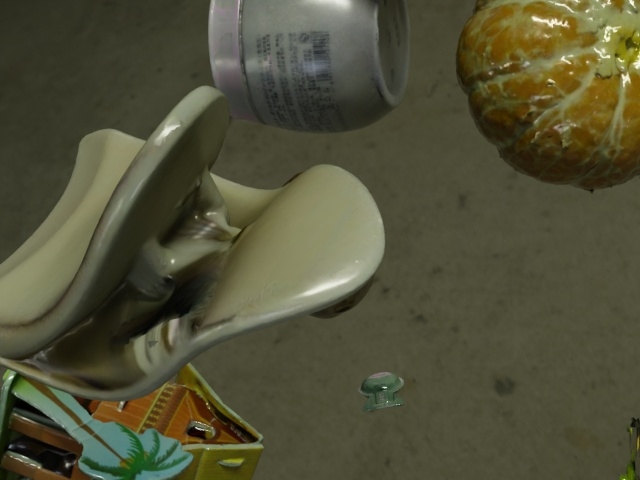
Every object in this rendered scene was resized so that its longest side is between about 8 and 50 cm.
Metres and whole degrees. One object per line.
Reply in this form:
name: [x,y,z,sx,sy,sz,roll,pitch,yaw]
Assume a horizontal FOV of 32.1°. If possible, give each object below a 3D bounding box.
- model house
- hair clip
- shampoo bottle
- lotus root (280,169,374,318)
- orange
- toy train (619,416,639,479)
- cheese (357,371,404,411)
model house: [-0.259,0.312,1.388,0.323,0.300,0.340,19,30,2]
hair clip: [-0.086,0.000,0.599,0.282,0.113,0.172,-19,31,55]
shampoo bottle: [-0.016,-0.294,1.639,0.266,0.273,0.273,2,46,16]
lotus root: [0.000,0.000,1.335,0.141,0.314,0.169,4,73,1]
orange: [0.333,-0.224,1.431,0.329,0.329,0.249,-35,-2,-10]
toy train: [0.368,0.238,1.154,0.100,0.160,0.296,4,6,12]
cheese: [0.085,0.211,1.564,0.067,0.026,0.121,-12,13,4]
